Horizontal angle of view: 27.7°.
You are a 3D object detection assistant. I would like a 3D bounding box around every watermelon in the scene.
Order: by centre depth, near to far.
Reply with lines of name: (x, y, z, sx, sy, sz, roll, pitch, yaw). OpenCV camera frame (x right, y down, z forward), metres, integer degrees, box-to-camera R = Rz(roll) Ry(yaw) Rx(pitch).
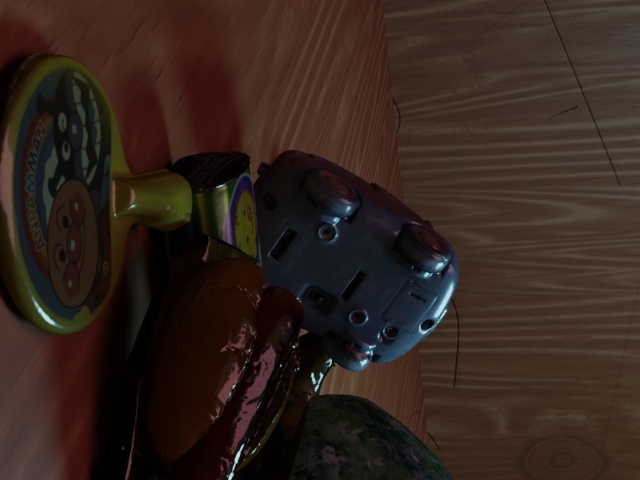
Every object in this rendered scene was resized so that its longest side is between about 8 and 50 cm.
watermelon: (0.009, 0.348, 1.427, 0.258, 0.228, 0.387, -50, -173, 40)

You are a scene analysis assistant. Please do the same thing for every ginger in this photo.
ginger: (-0.050, 0.263, 1.632, 0.133, 0.107, 0.309, 95, 4, -54)

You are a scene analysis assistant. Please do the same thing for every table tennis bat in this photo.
table tennis bat: (-0.187, -0.036, 1.100, 0.369, 0.054, 0.224, 4, 84, -76)

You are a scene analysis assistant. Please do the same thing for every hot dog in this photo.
hot dog: (-0.087, 0.146, 1.203, 0.194, 0.107, 0.326, 39, 57, -54)

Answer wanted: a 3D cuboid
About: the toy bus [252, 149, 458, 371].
toy bus: (0.023, 0.005, 1.654, 0.197, 0.294, 0.232, -56, -164, 20)

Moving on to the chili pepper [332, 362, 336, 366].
chili pepper: (0.020, 0.140, 2.219, 0.182, 0.050, 0.073, -69, 161, -61)

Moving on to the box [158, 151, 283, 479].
box: (-0.104, 0.087, 1.402, 0.134, 0.097, 0.345, -60, 147, -66)
